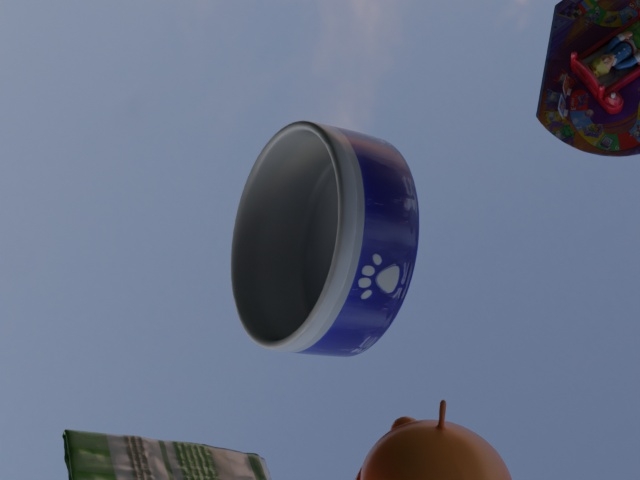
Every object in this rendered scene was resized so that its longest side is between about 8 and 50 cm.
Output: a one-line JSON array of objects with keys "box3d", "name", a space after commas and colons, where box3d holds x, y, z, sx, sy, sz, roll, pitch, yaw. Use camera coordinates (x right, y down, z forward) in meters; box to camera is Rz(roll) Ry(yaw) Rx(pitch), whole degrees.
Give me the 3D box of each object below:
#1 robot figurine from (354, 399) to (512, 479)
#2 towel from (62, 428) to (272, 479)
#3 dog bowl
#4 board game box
[{"box3d": [0.078, 0.232, 1.058, 0.128, 0.219, 0.158, 29, -141, 12], "name": "robot figurine"}, {"box3d": [-0.102, 0.176, 0.935, 0.113, 0.152, 0.023, -122, -134, -62], "name": "towel"}, {"box3d": [0.000, 0.000, 1.542, 0.265, 0.104, 0.265, -26, -120, 56], "name": "dog bowl"}, {"box3d": [0.264, -0.158, 1.180, 0.133, 0.033, 0.169, 9, -105, 14], "name": "board game box"}]
